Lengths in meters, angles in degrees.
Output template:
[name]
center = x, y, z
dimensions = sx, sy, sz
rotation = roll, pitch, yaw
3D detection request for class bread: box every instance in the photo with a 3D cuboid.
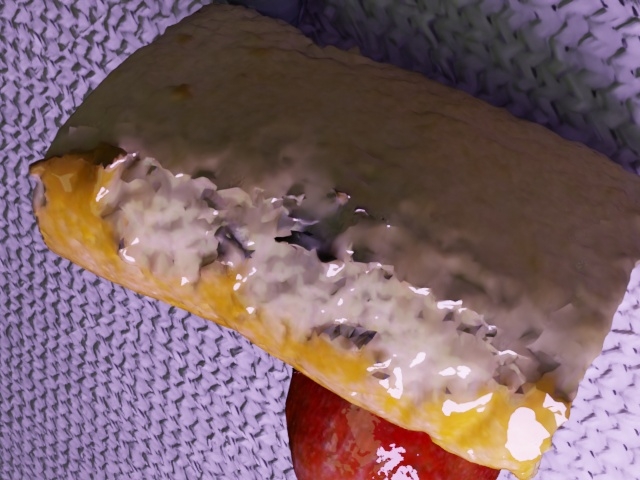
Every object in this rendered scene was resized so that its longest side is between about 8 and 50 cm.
[bread]
center = 0.014, -0.012, 0.699
dimensions = 0.375, 0.236, 0.165
rotation = 27, 138, 15

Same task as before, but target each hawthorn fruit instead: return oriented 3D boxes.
[hawthorn fruit]
center = 0.056, 0.120, 0.819
dimensions = 0.185, 0.185, 0.202
rotation = 8, 105, 36

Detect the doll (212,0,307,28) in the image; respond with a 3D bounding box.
[doll]
center = -0.056, -0.223, 0.813
dimensions = 0.094, 0.079, 0.180
rotation = 170, 84, -73

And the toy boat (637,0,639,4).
[toy boat]
center = 0.330, -0.067, 0.567
dimensions = 0.276, 0.111, 0.293
rotation = -2, 122, 38
